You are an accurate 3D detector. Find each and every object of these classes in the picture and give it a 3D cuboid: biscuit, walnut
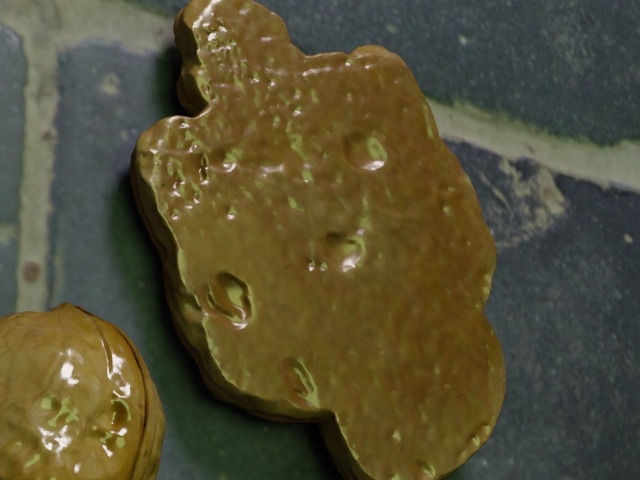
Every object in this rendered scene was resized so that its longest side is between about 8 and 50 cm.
[{"bbox_3d":[-0.002,0.001,1.268,0.269,0.051,0.376,-27,92,-37],"label":"biscuit"},{"bbox_3d":[-0.161,0.122,1.057,0.144,0.144,0.180,24,59,-29],"label":"walnut"}]
